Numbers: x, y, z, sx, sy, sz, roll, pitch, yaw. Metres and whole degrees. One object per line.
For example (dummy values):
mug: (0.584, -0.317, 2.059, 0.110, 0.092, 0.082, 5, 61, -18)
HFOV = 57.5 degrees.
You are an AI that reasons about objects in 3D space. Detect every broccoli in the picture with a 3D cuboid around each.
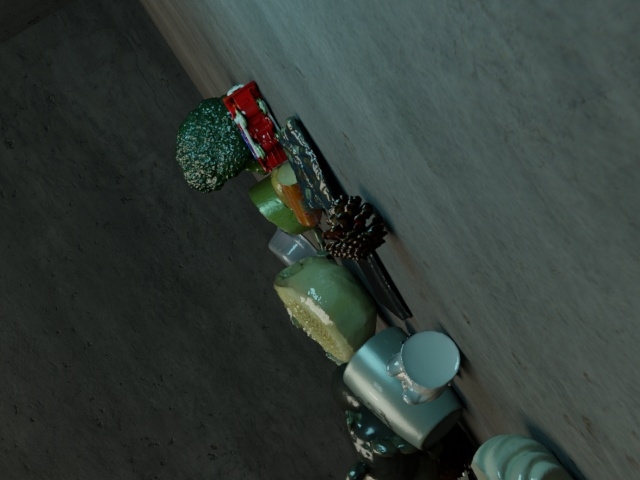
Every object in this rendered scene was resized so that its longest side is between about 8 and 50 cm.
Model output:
broccoli: (-0.256, -0.265, 1.621, 0.297, 0.297, 0.297, 8, -150, -37)

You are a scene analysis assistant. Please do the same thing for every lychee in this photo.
lychee: (0.328, 0.603, 1.666, 0.200, 0.200, 0.238, 56, 178, 4)

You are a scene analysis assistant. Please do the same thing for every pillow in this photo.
pillow: (-0.029, -0.143, 1.153, 0.188, 0.034, 0.255, 63, 172, -7)

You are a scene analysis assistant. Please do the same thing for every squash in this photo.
squash: (-0.103, -0.101, 1.753, 0.220, 0.133, 0.220, 52, 180, 1)

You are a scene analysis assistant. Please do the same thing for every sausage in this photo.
sausage: (-0.042, -0.099, 1.428, 0.071, 0.071, 0.234, 54, 175, 31)

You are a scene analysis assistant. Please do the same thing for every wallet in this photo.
wallet: (0.095, 0.038, 1.212, 0.285, 0.030, 0.146, 60, 169, -20)

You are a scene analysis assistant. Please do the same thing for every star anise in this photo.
star anise: (0.409, 0.618, 1.454, 0.272, 0.103, 0.272, 58, 173, 11)

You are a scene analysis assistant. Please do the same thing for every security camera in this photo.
security camera: (0.000, 0.000, 1.847, 0.058, 0.058, 0.092, -133, 23, -63)

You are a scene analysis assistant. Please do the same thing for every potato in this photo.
potato: (-0.080, -0.136, 1.521, 0.107, 0.080, 0.170, 45, 171, 13)

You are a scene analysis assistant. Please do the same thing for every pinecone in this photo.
pinecone: (0.049, -0.017, 0.902, 0.102, 0.102, 0.109, 61, -174, -40)

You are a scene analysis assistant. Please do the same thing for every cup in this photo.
cup: (0.208, 0.354, 1.351, 0.234, 0.186, 0.258, 44, 179, 32)

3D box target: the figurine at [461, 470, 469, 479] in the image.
figurine: (0.429, 0.655, 1.747, 0.101, 0.068, 0.143, 87, 167, -67)

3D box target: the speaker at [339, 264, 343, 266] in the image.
speaker: (0.076, 0.121, 1.860, 0.095, 0.060, 0.075, 7, -143, -47)

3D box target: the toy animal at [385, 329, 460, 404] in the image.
toy animal: (0.187, 0.238, 1.060, 0.104, 0.131, 0.221, 40, 172, 20)

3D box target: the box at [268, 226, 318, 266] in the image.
box: (-0.065, 0.071, 2.092, 0.336, 0.106, 0.264, 49, 171, -33)

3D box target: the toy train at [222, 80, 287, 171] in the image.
toy train: (-0.145, -0.261, 1.326, 0.204, 0.083, 0.131, 61, 176, -34)

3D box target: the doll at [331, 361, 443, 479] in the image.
doll: (0.182, 0.528, 1.527, 0.378, 0.253, 0.382, -97, -5, -54)

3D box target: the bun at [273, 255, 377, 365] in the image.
bun: (0.036, 0.184, 1.695, 0.364, 0.202, 0.364, 44, 162, 19)

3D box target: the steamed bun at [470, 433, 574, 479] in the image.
steamed bun: (0.296, 0.348, 0.797, 0.182, 0.106, 0.183, 57, 172, 13)
